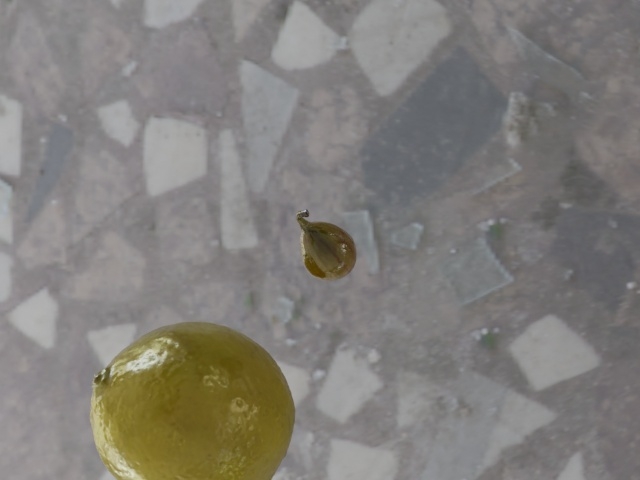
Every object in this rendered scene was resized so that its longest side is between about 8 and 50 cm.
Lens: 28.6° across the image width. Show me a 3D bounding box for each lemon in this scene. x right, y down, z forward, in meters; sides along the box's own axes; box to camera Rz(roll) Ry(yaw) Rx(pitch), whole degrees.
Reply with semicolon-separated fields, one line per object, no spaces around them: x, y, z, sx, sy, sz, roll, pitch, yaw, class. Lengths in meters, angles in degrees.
-0.121;0.162;1.169;0.178;0.203;0.178;-45;30;35;lemon

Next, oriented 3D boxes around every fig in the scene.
0.000;0.000;1.105;0.050;0.083;0.050;-20;42;19;fig
